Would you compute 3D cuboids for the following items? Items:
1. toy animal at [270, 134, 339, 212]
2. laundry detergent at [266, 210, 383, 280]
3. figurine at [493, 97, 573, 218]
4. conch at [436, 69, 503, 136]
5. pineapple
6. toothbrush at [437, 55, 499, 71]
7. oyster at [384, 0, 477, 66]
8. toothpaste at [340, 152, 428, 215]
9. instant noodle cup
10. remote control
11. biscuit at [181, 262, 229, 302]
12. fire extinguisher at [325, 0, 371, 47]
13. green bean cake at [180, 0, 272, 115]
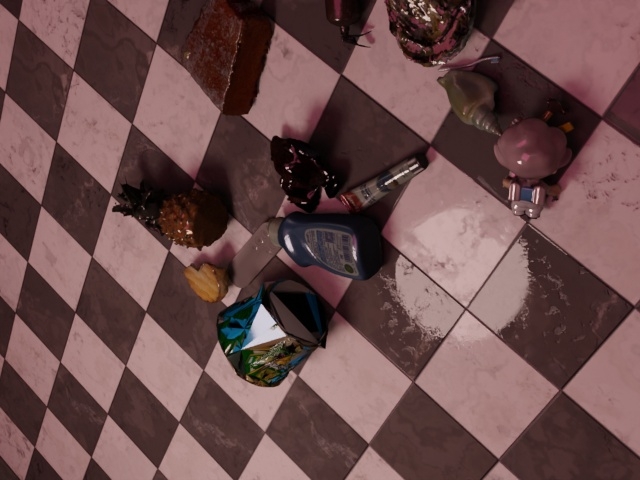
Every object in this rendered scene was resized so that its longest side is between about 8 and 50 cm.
[{"bbox_3d":[-0.041,-0.163,1.881,0.219,0.116,0.180,88,163,-55],"label":"toy animal"},{"bbox_3d":[0.000,0.000,1.903,0.289,0.094,0.144,12,127,38],"label":"laundry detergent"},{"bbox_3d":[0.380,-0.141,1.529,0.137,0.112,0.229,17,128,27],"label":"figurine"},{"bbox_3d":[0.288,-0.259,1.577,0.180,0.065,0.088,51,132,19],"label":"conch"},{"bbox_3d":[-0.404,-0.075,2.145,0.364,0.165,0.166,13,116,36],"label":"pineapple"},{"bbox_3d":[0.278,-0.332,1.592,0.131,0.011,0.013,-2,85,40],"label":"toothbrush"},{"bbox_3d":[0.184,-0.493,1.529,0.162,0.158,0.351,-13,93,-2],"label":"oyster"},{"bbox_3d":[0.132,-0.118,1.780,0.239,0.039,0.062,-30,95,44],"label":"toothpaste"},{"bbox_3d":[-0.103,0.207,1.992,0.178,0.240,0.240,-39,82,34],"label":"instant noodle cup"},{"bbox_3d":[-0.159,0.036,2.086,0.077,0.022,0.245,53,131,10],"label":"remote control"},{"bbox_3d":[-0.285,0.102,2.178,0.183,0.061,0.118,-10,109,55],"label":"biscuit"},{"bbox_3d":[0.050,-0.514,1.665,0.089,0.072,0.268,-5,108,2],"label":"fire extinguisher"},{"bbox_3d":[-0.198,-0.424,1.877,0.198,0.097,0.233,48,130,15],"label":"green bean cake"}]
